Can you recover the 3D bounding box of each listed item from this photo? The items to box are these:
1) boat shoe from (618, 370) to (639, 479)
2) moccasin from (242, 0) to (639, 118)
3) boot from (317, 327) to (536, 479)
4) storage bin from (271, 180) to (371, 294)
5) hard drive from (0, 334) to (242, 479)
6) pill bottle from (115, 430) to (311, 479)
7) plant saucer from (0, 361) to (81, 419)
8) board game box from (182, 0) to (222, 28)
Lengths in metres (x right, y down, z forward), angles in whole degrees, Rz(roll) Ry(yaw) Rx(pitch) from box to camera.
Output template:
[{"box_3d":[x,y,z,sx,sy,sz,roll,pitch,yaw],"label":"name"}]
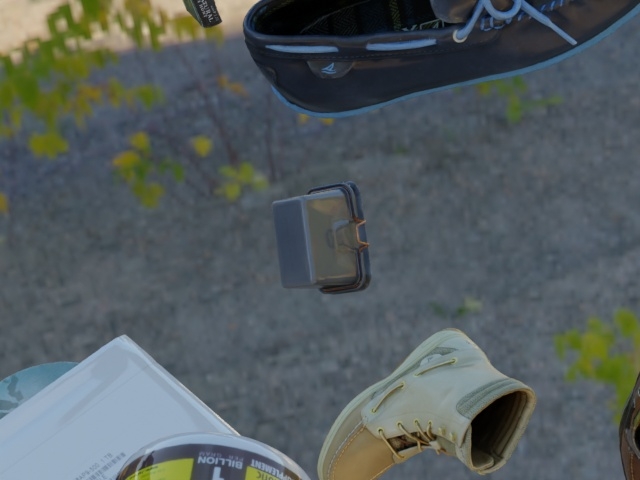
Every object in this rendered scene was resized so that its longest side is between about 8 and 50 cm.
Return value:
[{"box_3d":[0.370,0.207,1.747,0.111,0.307,0.104,9,42,16],"label":"boat shoe"},{"box_3d":[0.101,-0.180,1.200,0.342,0.117,0.137,-24,57,18],"label":"moccasin"},{"box_3d":[0.127,0.239,1.973,0.262,0.095,0.203,-42,29,-5],"label":"boot"},{"box_3d":[0.000,0.000,1.946,0.098,0.135,0.091,-9,-1,41],"label":"storage bin"},{"box_3d":[-0.086,0.238,1.114,0.353,0.047,0.233,39,43,14],"label":"hard drive"},{"box_3d":[-0.065,0.211,0.825,0.117,0.117,0.215,-3,44,9],"label":"pill bottle"},{"box_3d":[-0.242,0.209,1.524,0.195,0.195,0.037,-13,22,-6],"label":"plant saucer"},{"box_3d":[-0.166,-0.337,1.840,0.026,0.186,0.126,-25,23,-6],"label":"board game box"}]
